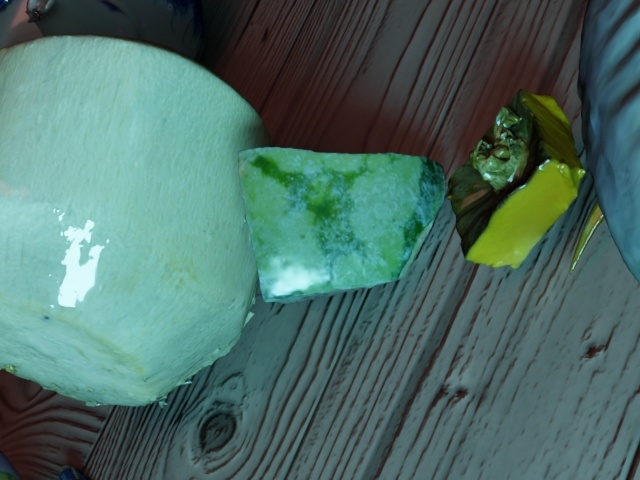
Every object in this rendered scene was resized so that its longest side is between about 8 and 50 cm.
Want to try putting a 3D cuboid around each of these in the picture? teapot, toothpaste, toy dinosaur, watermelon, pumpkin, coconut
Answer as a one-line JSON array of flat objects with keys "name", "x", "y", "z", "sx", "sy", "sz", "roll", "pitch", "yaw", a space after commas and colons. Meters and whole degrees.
[{"name": "teapot", "x": -0.259, "y": -0.230, "z": 1.185, "sx": 0.252, "sy": 0.280, "sz": 0.424, "roll": -52, "pitch": 30, "yaw": 3}, {"name": "toothpaste", "x": -0.177, "y": 0.190, "z": 0.923, "sx": 0.027, "sy": 0.019, "sz": 0.083, "roll": -40, "pitch": 34, "yaw": -8}, {"name": "toy dinosaur", "x": 0.157, "y": -0.035, "z": 0.671, "sx": 0.113, "sy": 0.026, "sz": 0.041, "roll": -55, "pitch": 26, "yaw": 6}, {"name": "watermelon", "x": -0.015, "y": -0.004, "z": 0.804, "sx": 0.158, "sy": 0.121, "sz": 0.098, "roll": -8, "pitch": 76, "yaw": 56}, {"name": "pumpkin", "x": 0.106, "y": -0.035, "z": 0.700, "sx": 0.083, "sy": 0.054, "sz": 0.074, "roll": -52, "pitch": 24, "yaw": 29}, {"name": "coconut", "x": -0.148, "y": -0.026, "z": 0.873, "sx": 0.245, "sy": 0.245, "sz": 0.247, "roll": -16, "pitch": 48, "yaw": 47}]

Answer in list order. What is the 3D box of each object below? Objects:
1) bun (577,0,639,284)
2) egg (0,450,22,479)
[{"name": "bun", "x": 0.248, "y": -0.088, "z": 0.415, "sx": 0.362, "sy": 0.211, "sz": 0.362, "roll": -33, "pitch": 36, "yaw": 28}, {"name": "egg", "x": -0.284, "y": 0.236, "z": 0.851, "sx": 0.196, "sy": 0.196, "sz": 0.271, "roll": -42, "pitch": 42, "yaw": 21}]
